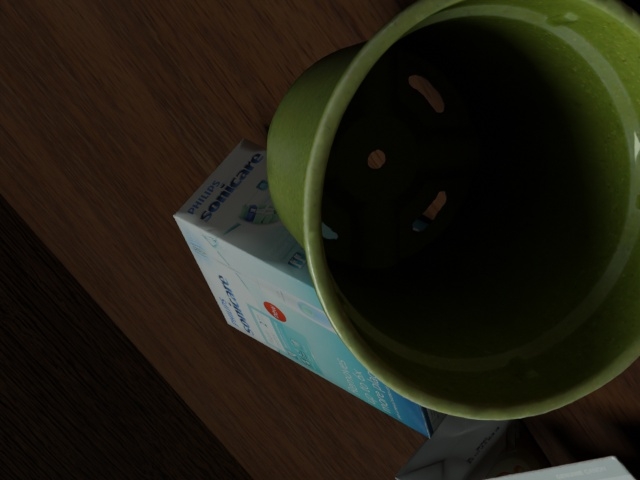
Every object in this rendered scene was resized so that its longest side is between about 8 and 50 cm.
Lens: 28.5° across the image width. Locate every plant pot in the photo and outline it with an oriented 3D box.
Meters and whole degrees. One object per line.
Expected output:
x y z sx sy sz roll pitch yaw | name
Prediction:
0.081 -0.045 0.879 0.276 0.276 0.254 51 172 -20 | plant pot

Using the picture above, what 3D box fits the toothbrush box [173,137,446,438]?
0.016 0.048 1.333 0.295 0.126 0.216 28 155 29 | toothbrush box

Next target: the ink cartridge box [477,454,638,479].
0.295 0.308 1.332 0.239 0.060 0.275 49 144 -11 | ink cartridge box

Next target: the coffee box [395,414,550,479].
0.216 0.325 1.523 0.098 0.141 0.246 16 146 54 | coffee box
